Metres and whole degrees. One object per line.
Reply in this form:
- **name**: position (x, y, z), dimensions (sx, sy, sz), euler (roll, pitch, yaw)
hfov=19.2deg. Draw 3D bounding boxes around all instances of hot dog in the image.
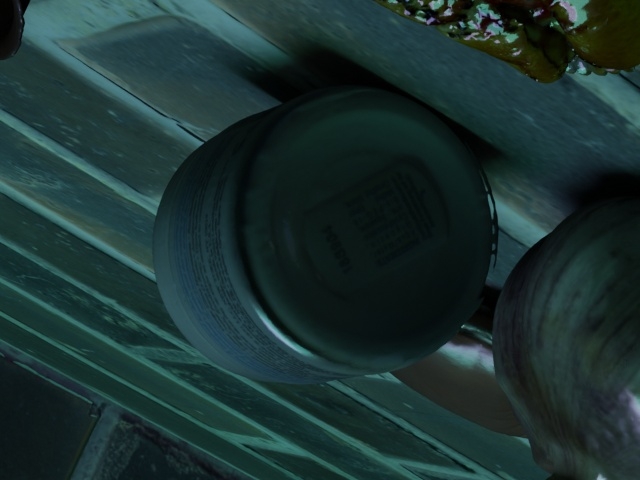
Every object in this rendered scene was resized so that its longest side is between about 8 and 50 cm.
- **hot dog**: position (0.038, -0.148, 0.784), dimensions (0.268, 0.075, 0.144), euler (31, 165, -18)

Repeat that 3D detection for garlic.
- **garlic**: position (0.180, 0.124, 1.148), dimensions (0.245, 0.253, 0.245), euler (43, 178, 1)

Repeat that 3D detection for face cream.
- **face cream**: position (0.000, 0.000, 1.177), dimensions (0.177, 0.177, 0.153), euler (29, 164, -18)

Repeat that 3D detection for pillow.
- **pillow**: position (0.112, 0.087, 1.515), dimensions (0.171, 0.075, 0.179), euler (27, 164, 15)

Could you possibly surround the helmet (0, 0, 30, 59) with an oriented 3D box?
- **helmet**: position (-0.202, -0.184, 0.990), dimensions (0.155, 0.106, 0.175), euler (24, 162, 7)
